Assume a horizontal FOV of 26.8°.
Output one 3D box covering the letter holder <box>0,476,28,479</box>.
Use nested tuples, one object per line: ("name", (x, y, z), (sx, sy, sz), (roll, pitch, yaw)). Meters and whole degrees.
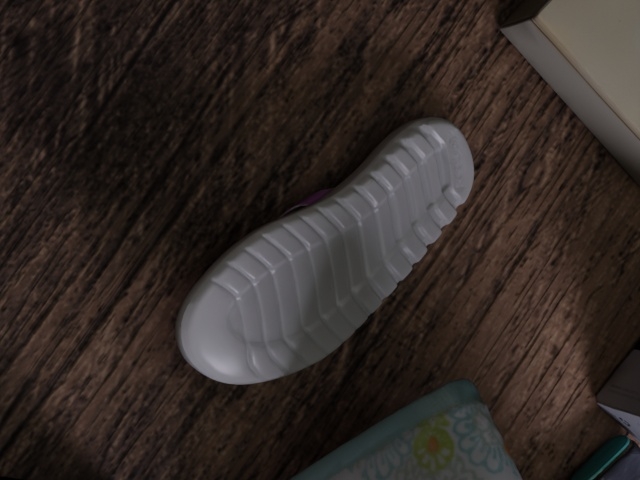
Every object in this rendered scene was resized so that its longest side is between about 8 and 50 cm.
("letter holder", (-0.266, 0.372, 1.305), (0.152, 0.302, 0.214), (11, 89, -16))

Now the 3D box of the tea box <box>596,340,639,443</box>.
("tea box", (0.570, 0.187, 1.575), (0.329, 0.220, 0.323), (45, 81, -13))

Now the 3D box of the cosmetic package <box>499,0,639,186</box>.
("cosmetic package", (0.376, -0.194, 1.564), (0.309, 0.113, 0.160), (44, 80, -12))

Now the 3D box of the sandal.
("sandal", (0.006, 0.013, 1.481), (0.416, 0.102, 0.169), (-35, 116, -24))

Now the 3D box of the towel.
("towel", (0.072, 0.365, 1.369), (0.374, 0.090, 0.321), (-36, 67, 24))

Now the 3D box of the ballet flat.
("ballet flat", (0.303, 0.311, 1.584), (0.203, 0.074, 0.074), (-33, 100, -14))
